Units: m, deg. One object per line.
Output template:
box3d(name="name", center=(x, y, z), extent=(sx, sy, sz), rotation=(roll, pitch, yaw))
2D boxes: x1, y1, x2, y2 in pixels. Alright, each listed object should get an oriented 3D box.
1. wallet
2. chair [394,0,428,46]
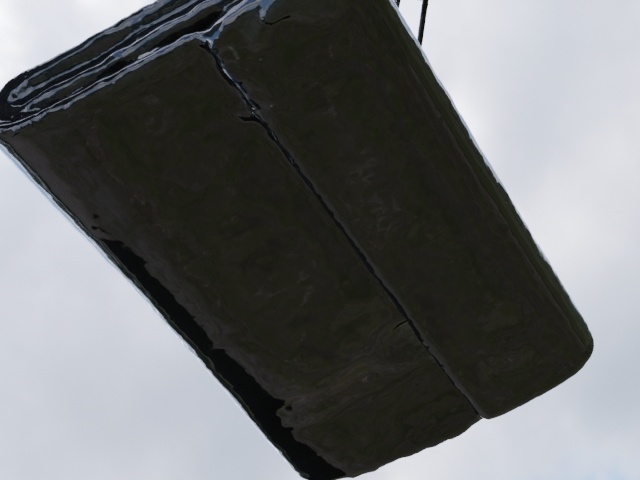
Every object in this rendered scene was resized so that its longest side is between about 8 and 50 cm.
box3d(name="wallet", center=(0.000, 0.001, 1.104), extent=(0.228, 0.062, 0.406), rotation=(-24, -43, 12))
box3d(name="chair", center=(0.047, -0.284, 1.727), extent=(0.140, 0.145, 0.221), rotation=(10, -60, -15))
